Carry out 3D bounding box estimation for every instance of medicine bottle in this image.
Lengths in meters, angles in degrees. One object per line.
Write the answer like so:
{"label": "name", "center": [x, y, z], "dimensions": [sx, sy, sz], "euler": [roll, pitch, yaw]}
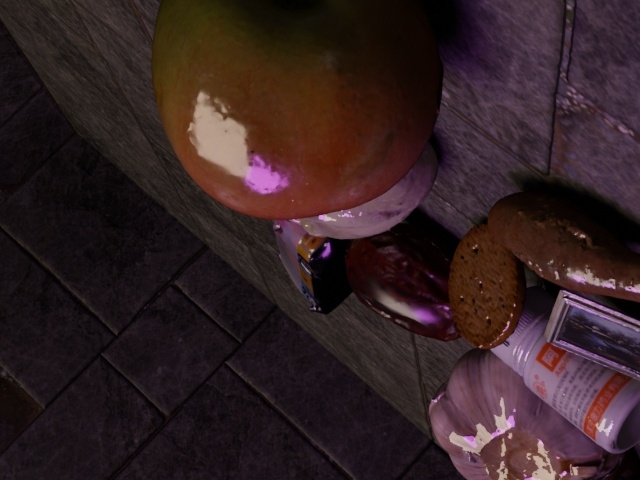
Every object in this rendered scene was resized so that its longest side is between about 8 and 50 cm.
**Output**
{"label": "medicine bottle", "center": [0.374, 0.184, 1.810], "dimensions": [0.252, 0.144, 0.144], "euler": [38, 167, 37]}

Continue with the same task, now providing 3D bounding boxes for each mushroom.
{"label": "mushroom", "center": [0.585, 0.477, 2.211], "dimensions": [0.217, 0.148, 0.227], "euler": [23, 169, 31]}

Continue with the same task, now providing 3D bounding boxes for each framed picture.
{"label": "framed picture", "center": [0.432, 0.156, 1.591], "dimensions": [0.296, 0.019, 0.232], "euler": [22, 164, 12]}

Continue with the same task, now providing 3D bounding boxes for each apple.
{"label": "apple", "center": [-0.025, -0.206, 1.396], "dimensions": [0.338, 0.338, 0.305], "euler": [36, 147, 33]}

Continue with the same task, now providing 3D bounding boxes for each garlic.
{"label": "garlic", "center": [0.336, 0.299, 2.016], "dimensions": [0.322, 0.322, 0.241], "euler": [42, -166, 9]}

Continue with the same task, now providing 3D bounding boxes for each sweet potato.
{"label": "sweet potato", "center": [0.328, 0.017, 1.489], "dimensions": [0.385, 0.109, 0.109], "euler": [28, 161, 51]}

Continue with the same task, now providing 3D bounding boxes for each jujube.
{"label": "jujube", "center": [0.153, 0.067, 2.072], "dimensions": [0.243, 0.183, 0.183], "euler": [39, 168, 26]}

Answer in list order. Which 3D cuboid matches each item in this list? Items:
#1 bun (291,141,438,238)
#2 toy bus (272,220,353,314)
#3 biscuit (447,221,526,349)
{"label": "bun", "center": [-0.018, -0.143, 1.805], "dimensions": [0.365, 0.219, 0.365], "euler": [41, 165, 14]}
{"label": "toy bus", "center": [0.000, 0.000, 2.379], "dimensions": [0.162, 0.171, 0.386], "euler": [45, 169, 14]}
{"label": "biscuit", "center": [0.245, 0.065, 1.825], "dimensions": [0.027, 0.188, 0.188], "euler": [3, -173, -25]}
